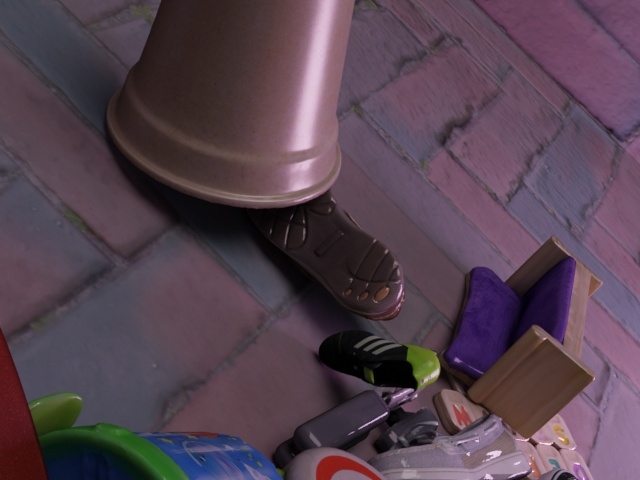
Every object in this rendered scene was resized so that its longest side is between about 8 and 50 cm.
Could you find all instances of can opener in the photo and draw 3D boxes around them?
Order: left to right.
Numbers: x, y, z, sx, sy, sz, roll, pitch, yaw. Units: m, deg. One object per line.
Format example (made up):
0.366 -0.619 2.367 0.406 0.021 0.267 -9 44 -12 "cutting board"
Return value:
0.062 0.237 1.400 0.095 0.076 0.283 51 32 14 "can opener"

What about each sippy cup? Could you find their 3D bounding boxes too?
-0.140 0.265 0.996 0.224 0.240 0.305 1 72 -63 "sippy cup"

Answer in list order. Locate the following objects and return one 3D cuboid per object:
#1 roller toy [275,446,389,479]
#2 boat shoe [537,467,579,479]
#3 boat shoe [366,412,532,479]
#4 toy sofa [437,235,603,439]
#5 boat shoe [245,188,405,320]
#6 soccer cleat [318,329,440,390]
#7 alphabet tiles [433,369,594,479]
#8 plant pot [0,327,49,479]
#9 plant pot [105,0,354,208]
0.009 0.323 1.154 0.209 0.146 0.191 49 20 21 "roller toy"
0.342 0.407 1.478 0.113 0.105 0.306 41 32 -15 "boat shoe"
0.148 0.269 1.409 0.320 0.118 0.103 5 56 -50 "boat shoe"
0.316 0.122 1.758 0.177 0.150 0.362 41 27 -3 "toy sofa"
0.000 0.000 1.610 0.324 0.123 0.116 50 -4 28 "boat shoe"
0.064 0.153 1.441 0.072 0.179 0.060 -27 116 -50 "soccer cleat"
0.285 0.292 1.656 0.284 0.021 0.278 17 40 -39 "alphabet tiles"
-0.362 0.166 0.821 0.235 0.267 0.267 56 29 -7 "plant pot"
-0.093 -0.263 1.511 0.334 0.305 0.334 12 34 -9 "plant pot"
